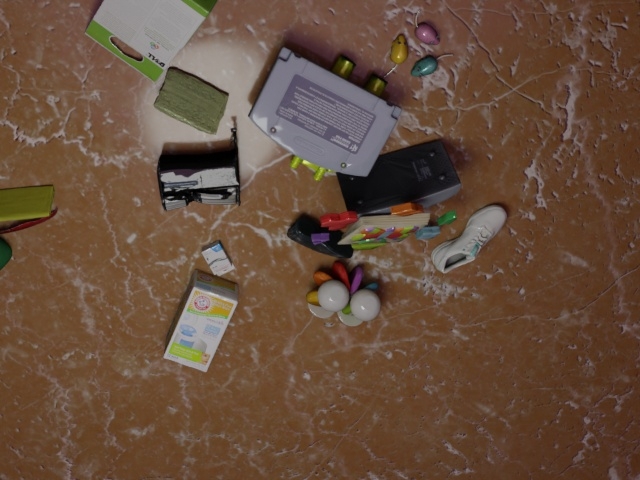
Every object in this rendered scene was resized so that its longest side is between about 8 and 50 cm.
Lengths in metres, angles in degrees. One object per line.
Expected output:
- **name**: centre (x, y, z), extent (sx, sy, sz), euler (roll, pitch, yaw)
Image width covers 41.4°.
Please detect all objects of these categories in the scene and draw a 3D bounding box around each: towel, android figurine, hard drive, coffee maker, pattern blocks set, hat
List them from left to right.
- **towel**: centre (-0.710, -0.072, 1.863), extent (0.237, 0.102, 0.021), euler (-6, 136, -3)
- **hat**: centre (-0.728, 0.018, 1.937), extent (0.208, 0.183, 0.173), euler (8, 109, 36)
- **towel**: centre (-0.278, -0.298, 1.825), extent (0.148, 0.027, 0.110), euler (24, 69, -16)
- **coffee maker**: centre (-0.269, -0.155, 1.877), extent (0.178, 0.120, 0.171), euler (-3, 87, -6)
- **android figurine**: centre (0.029, -0.264, 1.883), extent (0.248, 0.056, 0.273), euler (29, 105, -16)
- **pattern blocks set**: centre (0.140, -0.024, 1.890), extent (0.324, 0.285, 0.026), euler (-7, 75, -11)
- **hard drive**: centre (0.174, -0.126, 1.897), extent (0.254, 0.172, 0.054), euler (-17, 136, 2)

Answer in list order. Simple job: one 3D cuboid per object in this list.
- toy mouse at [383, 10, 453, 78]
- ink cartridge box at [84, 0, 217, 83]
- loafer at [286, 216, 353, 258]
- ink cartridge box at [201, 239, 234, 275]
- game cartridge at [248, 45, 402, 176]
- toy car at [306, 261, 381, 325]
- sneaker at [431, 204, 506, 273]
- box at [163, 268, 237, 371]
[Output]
- **toy mouse**: centre (0.227, -0.414, 1.853), extent (0.143, 0.031, 0.161), euler (11, 110, -10)
- **ink cartridge box**: centre (-0.349, -0.474, 1.747), extent (0.188, 0.097, 0.255), euler (34, 139, -17)
- **loafer**: centre (0.000, 0.000, 1.992), extent (0.170, 0.062, 0.061), euler (29, 145, -23)
- **ink cartridge box**: centre (-0.240, 0.047, 1.993), extent (0.048, 0.028, 0.083), euler (-25, 113, 5)
- **game cartridge**: centre (0.004, -0.264, 1.823), extent (0.294, 0.060, 0.196), euler (26, 100, -14)
- **toy car**: centre (0.061, 0.121, 2.008), extent (0.182, 0.159, 0.136), euler (16, 73, -11)
- **sneaker**: centre (0.362, 0.006, 2.003), extent (0.212, 0.094, 0.080), euler (-42, 108, 11)
- **box**: centre (-0.283, 0.189, 2.006), extent (0.114, 0.103, 0.203), euler (21, 108, -14)
